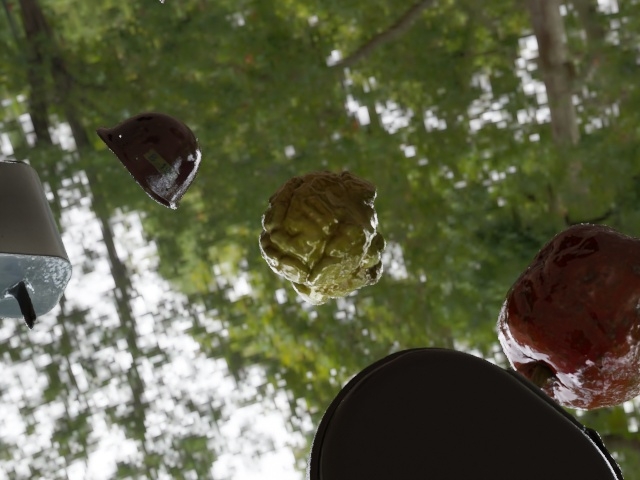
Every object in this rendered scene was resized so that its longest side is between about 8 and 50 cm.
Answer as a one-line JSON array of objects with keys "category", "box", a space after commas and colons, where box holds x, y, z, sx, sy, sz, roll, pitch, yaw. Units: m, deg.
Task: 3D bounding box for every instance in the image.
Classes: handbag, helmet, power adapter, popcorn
[{"category": "handbag", "box": [0.135, 0.235, 1.101, 0.254, 0.308, 0.093, -49, 175, -27]}, {"category": "helmet", "box": [-0.249, -0.145, 1.891, 0.106, 0.175, 0.155, -46, -168, 9]}, {"category": "power adapter", "box": [-0.436, 0.018, 1.618, 0.187, 0.124, 0.255, 4, -137, -36]}, {"category": "popcorn", "box": [0.000, 0.000, 1.905, 0.200, 0.203, 0.226, 2, -150, -10]}]

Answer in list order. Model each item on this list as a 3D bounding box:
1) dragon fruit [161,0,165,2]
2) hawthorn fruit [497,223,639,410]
[{"category": "dragon fruit", "box": [-0.236, -0.442, 1.368, 0.330, 0.302, 0.240, 14, -167, -34]}, {"category": "hawthorn fruit", "box": [0.378, 0.107, 1.718, 0.261, 0.258, 0.258, -15, -160, -2]}]
